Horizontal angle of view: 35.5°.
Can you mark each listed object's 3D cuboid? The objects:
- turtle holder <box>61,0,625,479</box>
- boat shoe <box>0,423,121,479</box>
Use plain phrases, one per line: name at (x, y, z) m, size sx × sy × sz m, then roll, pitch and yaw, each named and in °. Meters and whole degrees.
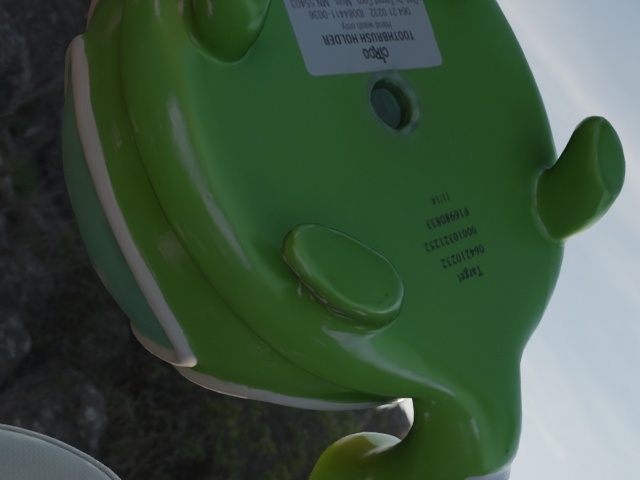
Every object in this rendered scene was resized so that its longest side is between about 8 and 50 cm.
turtle holder at (0.006, -0.016, 0.513) m, size 0.320 × 0.243 × 0.227 m, roll 49°, pitch -39°, yaw -13°
boat shoe at (-0.301, 0.192, 0.755) m, size 0.114 × 0.302 × 0.091 m, roll -104°, pitch -148°, yaw -72°
